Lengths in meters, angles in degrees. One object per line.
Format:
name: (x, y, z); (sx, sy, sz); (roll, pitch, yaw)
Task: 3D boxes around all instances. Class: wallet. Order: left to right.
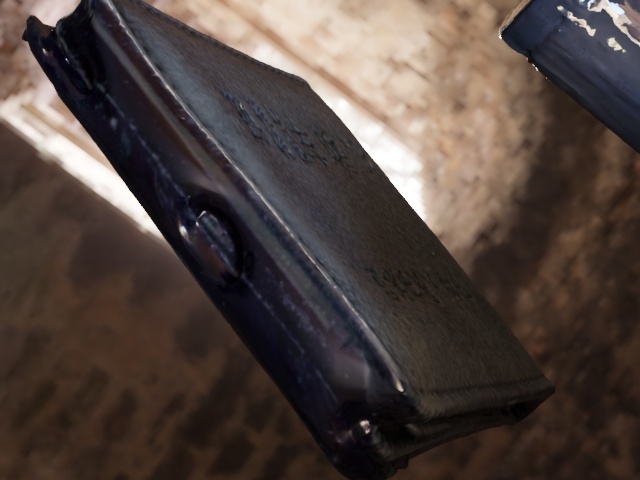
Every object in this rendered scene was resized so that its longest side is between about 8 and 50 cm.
wallet: (0.002, -0.002, 0.575); (0.036, 0.167, 0.222); (-42, 166, 13)

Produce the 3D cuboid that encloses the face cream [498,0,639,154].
face cream: (0.186, 0.004, 0.572); (0.144, 0.291, 0.071); (-46, -174, 42)
